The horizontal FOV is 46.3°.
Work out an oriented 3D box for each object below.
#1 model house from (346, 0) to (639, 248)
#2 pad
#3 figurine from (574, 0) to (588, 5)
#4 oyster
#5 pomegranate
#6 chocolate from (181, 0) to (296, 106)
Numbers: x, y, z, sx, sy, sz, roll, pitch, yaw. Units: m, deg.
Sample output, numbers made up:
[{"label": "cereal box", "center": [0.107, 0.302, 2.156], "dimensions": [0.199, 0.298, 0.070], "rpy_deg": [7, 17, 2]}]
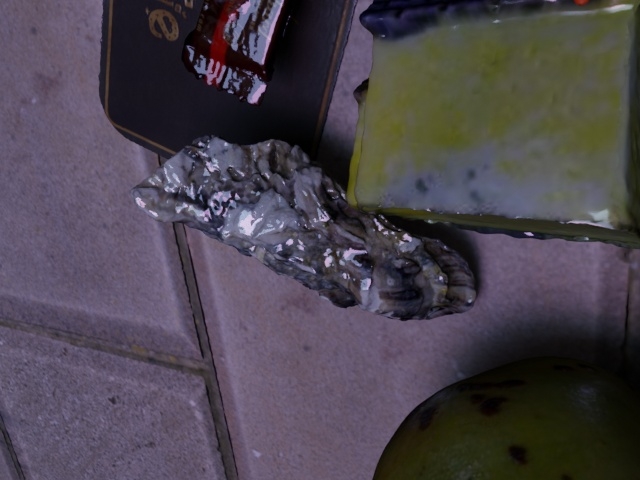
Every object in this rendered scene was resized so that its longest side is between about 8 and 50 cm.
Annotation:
[{"label": "model house", "center": [0.131, -0.108, 0.495], "dimensions": [0.194, 0.170, 0.211], "rpy_deg": [5, 90, 37]}, {"label": "pad", "center": [-0.124, -0.216, 0.614], "dimensions": [0.315, 0.063, 0.375], "rpy_deg": [26, 126, 17]}, {"label": "figurine", "center": [0.103, -0.291, 0.305], "dimensions": [0.412, 0.241, 0.306], "rpy_deg": [-38, 116, 21]}, {"label": "oyster", "center": [0.001, -0.003, 0.617], "dimensions": [0.199, 0.087, 0.252], "rpy_deg": [-5, 143, 42]}, {"label": "pomegranate", "center": [0.188, 0.215, 0.516], "dimensions": [0.291, 0.291, 0.323], "rpy_deg": [51, 140, -3]}, {"label": "chocolate", "center": [-0.049, -0.193, 0.558], "dimensions": [0.086, 0.028, 0.182], "rpy_deg": [32, 115, 9]}]
